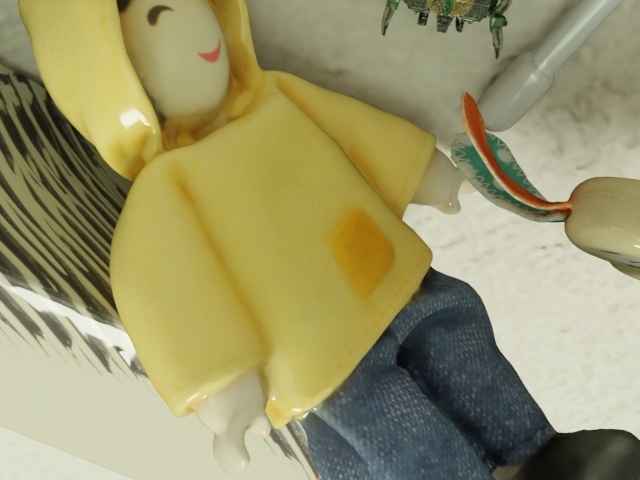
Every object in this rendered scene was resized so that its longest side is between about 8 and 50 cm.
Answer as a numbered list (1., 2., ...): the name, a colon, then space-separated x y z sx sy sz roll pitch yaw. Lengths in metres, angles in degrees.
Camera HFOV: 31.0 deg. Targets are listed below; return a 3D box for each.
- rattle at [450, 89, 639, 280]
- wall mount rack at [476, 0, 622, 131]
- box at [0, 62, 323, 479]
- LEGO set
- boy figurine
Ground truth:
1. rattle: 0.127 0.040 0.434 0.199 0.130 0.143 14 103 -14
2. wall mount rack: 0.231 -0.071 0.379 0.350 0.130 0.304 25 169 -19
3. box: -0.108 0.014 0.479 0.275 0.113 0.094 27 130 -24
4. LEGO set: 0.042 -0.103 0.423 0.054 0.023 0.083 -17 119 15
5. boy figurine: 0.000 0.000 0.434 0.285 0.177 0.092 54 141 -3
